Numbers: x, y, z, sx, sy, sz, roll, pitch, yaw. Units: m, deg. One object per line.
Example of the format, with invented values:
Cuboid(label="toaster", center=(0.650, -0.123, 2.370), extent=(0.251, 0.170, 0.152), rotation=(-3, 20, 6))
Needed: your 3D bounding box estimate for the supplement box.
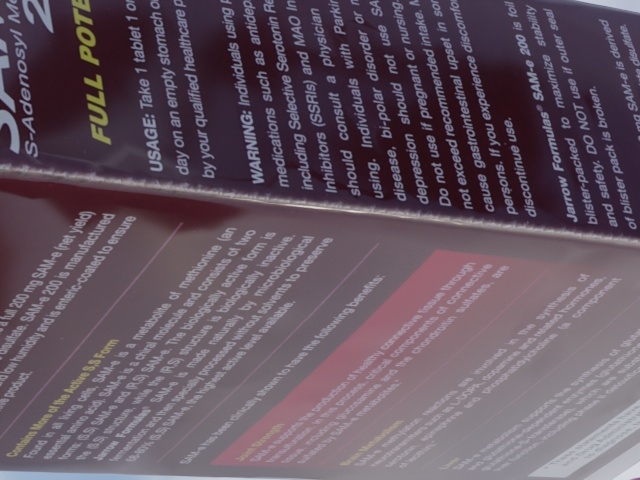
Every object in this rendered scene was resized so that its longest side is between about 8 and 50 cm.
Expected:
Cuboid(label="supplement box", center=(0.000, 0.000, 0.444), extent=(0.130, 0.239, 0.073), rotation=(-45, -132, 46))

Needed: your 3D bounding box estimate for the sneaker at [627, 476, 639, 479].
Cuboid(label="sneaker", center=(0.142, 0.131, 0.707), extent=(0.119, 0.057, 0.047), rotation=(31, -45, 42))
